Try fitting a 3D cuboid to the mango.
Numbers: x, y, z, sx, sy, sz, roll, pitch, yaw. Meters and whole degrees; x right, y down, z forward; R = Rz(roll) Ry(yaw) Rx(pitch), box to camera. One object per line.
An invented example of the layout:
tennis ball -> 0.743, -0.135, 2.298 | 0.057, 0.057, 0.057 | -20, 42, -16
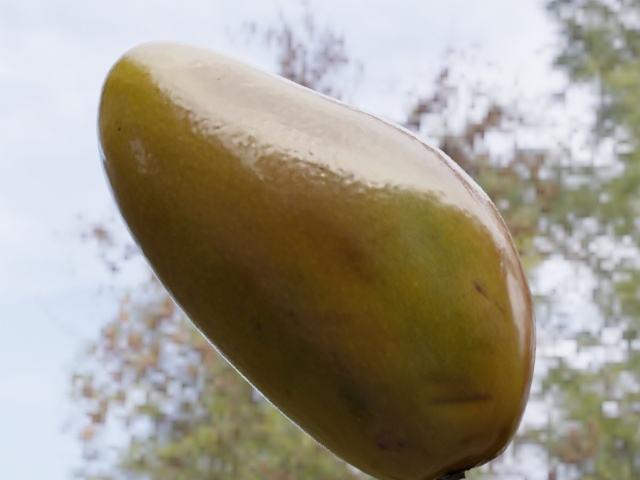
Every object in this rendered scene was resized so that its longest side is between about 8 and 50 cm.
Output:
mango -> 0.000, 0.000, 0.905 | 0.253, 0.138, 0.113 | 45, -3, 7
